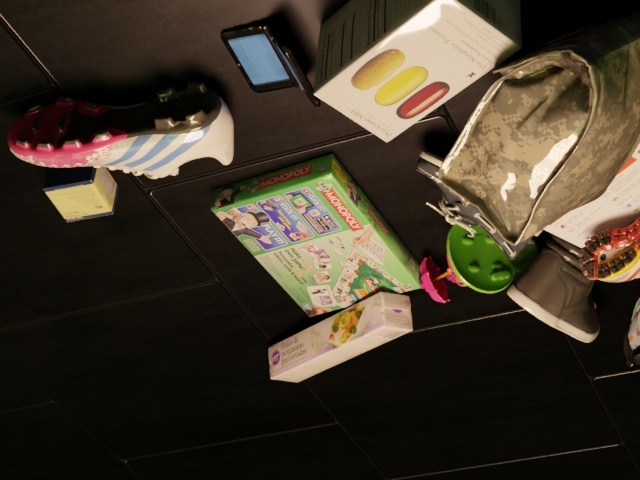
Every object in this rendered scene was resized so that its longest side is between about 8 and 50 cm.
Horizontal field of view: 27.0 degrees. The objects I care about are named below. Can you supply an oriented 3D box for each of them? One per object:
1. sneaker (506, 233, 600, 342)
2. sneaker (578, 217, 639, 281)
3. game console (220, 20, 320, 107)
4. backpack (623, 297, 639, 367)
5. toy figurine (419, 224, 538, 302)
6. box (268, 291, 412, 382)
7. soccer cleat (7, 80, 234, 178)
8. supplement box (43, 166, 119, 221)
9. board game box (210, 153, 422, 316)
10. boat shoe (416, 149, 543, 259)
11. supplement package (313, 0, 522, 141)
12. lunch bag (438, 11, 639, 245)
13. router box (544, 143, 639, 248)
[{"bbox_3d":[0.413,0.069,2.114,0.147,0.104,0.296,-54,148,9],"label":"sneaker"},{"bbox_3d":[0.486,-0.004,1.912,0.225,0.088,0.093,-25,154,32],"label":"sneaker"},{"bbox_3d":[-0.067,-0.231,1.809,0.071,0.107,0.122,-33,136,0],"label":"game console"},{"bbox_3d":[0.578,0.123,2.161,0.152,0.115,0.182,-3,142,-11],"label":"backpack"},{"bbox_3d":[0.233,0.042,2.121,0.173,0.130,0.159,-4,163,-30],"label":"toy figurine"},{"bbox_3d":[0.029,0.168,2.272,0.067,0.063,0.324,12,152,-35],"label":"box"},{"bbox_3d":[-0.282,-0.135,1.914,0.331,0.116,0.143,-6,141,12],"label":"soccer cleat"},{"bbox_3d":[-0.366,-0.080,2.042,0.083,0.056,0.083,-9,140,17],"label":"supplement box"},{"bbox_3d":[0.000,0.000,2.116,0.213,0.046,0.317,-16,138,24],"label":"board game box"},{"bbox_3d":[0.226,-0.051,1.984,0.254,0.095,0.079,30,101,-38],"label":"boat shoe"},{"bbox_3d":[0.121,-0.259,1.698,0.139,0.134,0.244,30,136,-28],"label":"supplement package"},{"bbox_3d":[0.316,-0.167,1.694,0.169,0.235,0.287,44,132,19],"label":"lunch bag"},{"bbox_3d":[0.499,-0.093,1.916,0.301,0.082,0.335,25,138,-24],"label":"router box"}]
